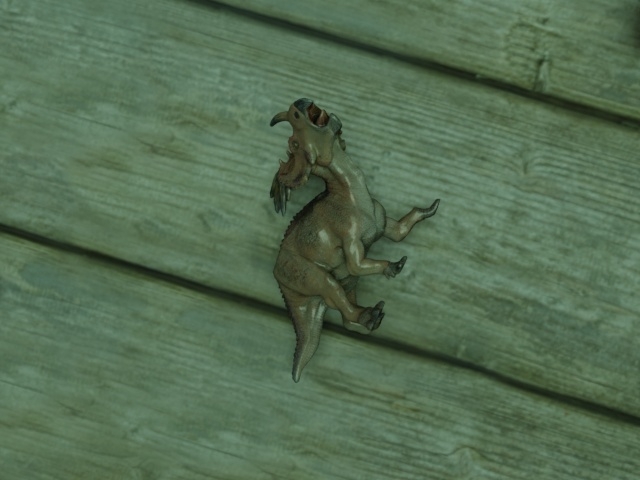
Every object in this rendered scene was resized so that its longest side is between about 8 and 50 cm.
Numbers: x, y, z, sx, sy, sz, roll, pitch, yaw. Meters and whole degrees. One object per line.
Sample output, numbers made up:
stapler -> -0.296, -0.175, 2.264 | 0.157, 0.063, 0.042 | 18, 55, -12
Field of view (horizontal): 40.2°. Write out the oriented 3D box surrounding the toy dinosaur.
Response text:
toy dinosaur -> 0.000, 0.000, 0.986 | 0.200, 0.127, 0.295 | 27, 106, 9
